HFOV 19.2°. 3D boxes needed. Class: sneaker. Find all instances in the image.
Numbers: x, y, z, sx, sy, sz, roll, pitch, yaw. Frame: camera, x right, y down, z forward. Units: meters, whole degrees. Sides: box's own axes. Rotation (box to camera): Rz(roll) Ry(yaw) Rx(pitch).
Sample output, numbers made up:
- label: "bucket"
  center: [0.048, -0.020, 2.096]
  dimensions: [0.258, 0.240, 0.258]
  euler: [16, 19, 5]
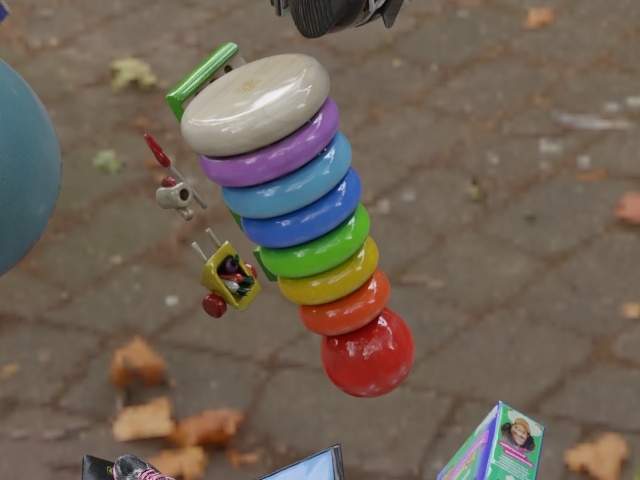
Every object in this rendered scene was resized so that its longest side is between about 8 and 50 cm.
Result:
- label: "sneaker"
  center: [-0.166, 0.255, 1.954]
  dimensions: [0.119, 0.057, 0.047]
  euler: [39, 51, 22]
- label: "sneaker"
  center: [0.035, -0.258, 1.758]
  dimensions: [0.146, 0.122, 0.330]
  euler: [-4, 13, -6]

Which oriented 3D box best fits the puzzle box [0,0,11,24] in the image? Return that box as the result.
- label: "puzzle box"
  center: [-0.451, -0.118, 1.579]
  dimensions: [0.052, 0.272, 0.409]
  euler: [36, 80, 23]

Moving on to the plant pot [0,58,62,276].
- label: "plant pot"
  center: [-0.424, -0.103, 1.950]
  dimensions: [0.290, 0.195, 0.290]
  euler: [0, 70, 1]

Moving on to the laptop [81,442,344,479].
- label: "laptop"
  center: [-0.116, 0.309, 2.051]
  dimensions: [0.264, 0.136, 0.234]
  euler: [19, 33, -18]

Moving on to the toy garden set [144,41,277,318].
- label: "toy garden set"
  center: [-0.091, -0.058, 2.032]
  dimensions: [0.049, 0.244, 0.204]
  euler: [-4, 34, 45]

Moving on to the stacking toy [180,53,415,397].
- label: "stacking toy"
  center: [0.000, 0.000, 1.727]
  dimensions: [0.141, 0.330, 0.141]
  euler: [-20, 26, 11]

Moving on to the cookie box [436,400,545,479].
- label: "cookie box"
  center: [0.107, 0.177, 1.270]
  dimensions: [0.040, 0.092, 0.107]
  euler: [28, 38, -8]
